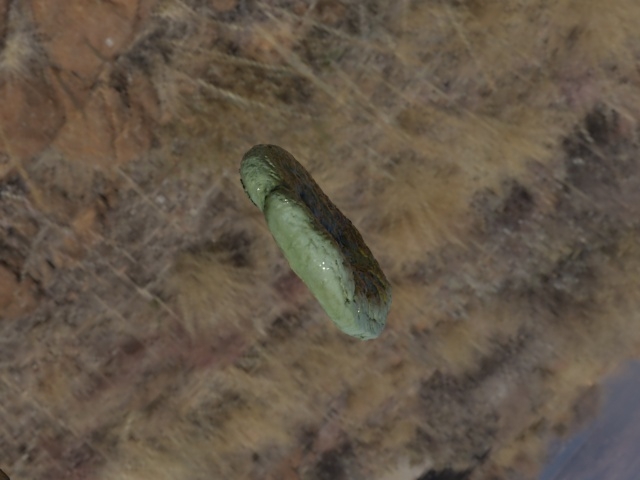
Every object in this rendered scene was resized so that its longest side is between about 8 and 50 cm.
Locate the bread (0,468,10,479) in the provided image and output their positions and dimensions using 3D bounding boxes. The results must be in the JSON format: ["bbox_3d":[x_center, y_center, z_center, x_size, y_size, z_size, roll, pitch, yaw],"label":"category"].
[{"bbox_3d":[-0.419,0.309,1.236,0.053,0.073,0.214,-45,179,2],"label":"bread"}]

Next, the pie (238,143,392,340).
[{"bbox_3d":[0.000,0.000,1.048,0.054,0.240,0.240,-35,159,10],"label":"pie"}]
